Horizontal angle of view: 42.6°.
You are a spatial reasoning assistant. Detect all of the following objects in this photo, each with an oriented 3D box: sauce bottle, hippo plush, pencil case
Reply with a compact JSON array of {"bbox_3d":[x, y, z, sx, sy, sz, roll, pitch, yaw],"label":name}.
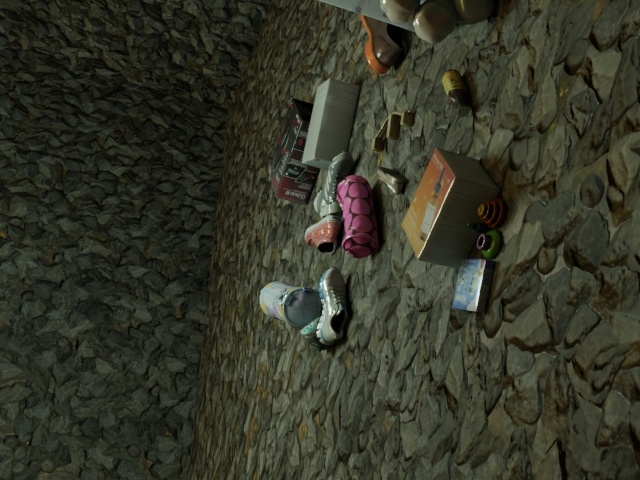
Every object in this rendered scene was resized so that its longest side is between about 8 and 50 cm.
[{"bbox_3d":[0.270,-0.290,1.619,0.128,0.042,0.042,-99,28,-47],"label":"sauce bottle"},{"bbox_3d":[0.211,-0.539,1.664,0.236,0.234,0.294,-122,28,-82],"label":"hippo plush"},{"bbox_3d":[0.085,-0.053,1.957,0.098,0.095,0.209,-30,40,25],"label":"pencil case"},{"bbox_3d":[-0.088,0.176,2.281,0.273,0.124,0.114,-179,101,-74],"label":"pencil case"}]

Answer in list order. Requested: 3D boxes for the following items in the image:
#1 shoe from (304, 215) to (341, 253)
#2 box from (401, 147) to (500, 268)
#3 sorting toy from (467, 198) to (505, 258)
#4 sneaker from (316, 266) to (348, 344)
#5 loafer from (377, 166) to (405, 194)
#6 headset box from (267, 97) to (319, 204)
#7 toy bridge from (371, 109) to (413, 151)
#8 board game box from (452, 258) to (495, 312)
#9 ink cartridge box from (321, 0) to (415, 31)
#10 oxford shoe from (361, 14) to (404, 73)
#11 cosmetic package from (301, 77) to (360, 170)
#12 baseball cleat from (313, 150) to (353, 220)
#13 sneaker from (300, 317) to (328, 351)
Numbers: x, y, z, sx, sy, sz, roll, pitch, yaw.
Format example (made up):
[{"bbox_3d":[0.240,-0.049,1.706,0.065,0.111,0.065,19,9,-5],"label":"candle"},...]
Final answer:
[{"bbox_3d":[0.000,0.000,2.228,0.178,0.063,0.081,-38,36,58],"label":"shoe"},{"bbox_3d":[0.231,-0.058,1.480,0.130,0.091,0.171,-107,33,-59],"label":"box"},{"bbox_3d":[0.277,-0.022,1.387,0.061,0.042,0.102,179,104,-73],"label":"sorting toy"},{"bbox_3d":[0.041,0.156,1.997,0.083,0.071,0.191,-25,60,59],"label":"sneaker"},{"bbox_3d":[0.156,-0.137,1.871,0.125,0.045,0.039,-131,49,-66],"label":"loafer"},{"bbox_3d":[-0.071,-0.268,2.586,0.218,0.110,0.293,-109,36,-60],"label":"headset box"},{"bbox_3d":[0.172,-0.270,1.945,0.188,0.026,0.063,144,138,-65],"label":"toy bridge"},{"bbox_3d":[0.260,0.076,1.404,0.090,0.020,0.090,176,105,-72],"label":"board game box"},{"bbox_3d":[0.135,-0.659,1.937,0.197,0.270,0.198,-94,24,-44],"label":"ink cartridge box"},{"bbox_3d":[0.170,-0.544,2.089,0.098,0.096,0.272,-35,45,37],"label":"oxford shoe"},{"bbox_3d":[0.028,-0.326,2.331,0.127,0.107,0.238,180,100,-73],"label":"cosmetic package"},{"bbox_3d":[0.048,-0.135,2.206,0.206,0.072,0.109,-65,36,39],"label":"baseball cleat"},{"bbox_3d":[-0.009,0.244,2.081,0.065,0.076,0.166,-35,0,5],"label":"sneaker"}]
